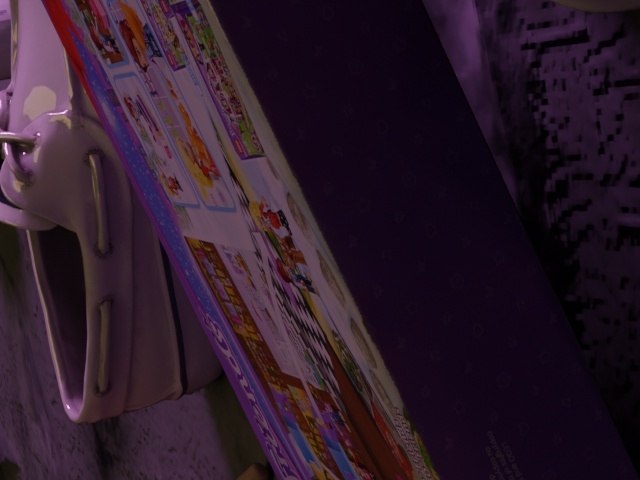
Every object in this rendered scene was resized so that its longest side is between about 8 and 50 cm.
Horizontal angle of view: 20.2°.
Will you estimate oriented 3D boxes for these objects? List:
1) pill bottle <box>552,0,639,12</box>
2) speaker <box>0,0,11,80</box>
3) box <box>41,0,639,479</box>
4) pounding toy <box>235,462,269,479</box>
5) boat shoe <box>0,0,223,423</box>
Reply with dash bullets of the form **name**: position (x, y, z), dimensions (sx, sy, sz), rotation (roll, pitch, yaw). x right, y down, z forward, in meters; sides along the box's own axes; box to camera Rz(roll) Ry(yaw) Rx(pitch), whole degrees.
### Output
- **pill bottle**: position (0.045, -0.115, 0.465), dimensions (0.137, 0.078, 0.078), rotation (-135, 38, -53)
- **speaker**: position (-0.255, -0.114, 1.112), dimensions (0.055, 0.136, 0.055), rotation (166, 90, -69)
- **box**: position (0.000, 0.000, 0.559), dimensions (0.293, 0.057, 0.201), rotation (64, 164, -11)
- **pounding toy**: position (-0.081, 0.188, 0.906), dimensions (0.100, 0.130, 0.141), rotation (63, 158, 0)
- **boat shoe**: position (-0.118, -0.034, 0.856), dimensions (0.096, 0.088, 0.267), rotation (34, 140, 51)
